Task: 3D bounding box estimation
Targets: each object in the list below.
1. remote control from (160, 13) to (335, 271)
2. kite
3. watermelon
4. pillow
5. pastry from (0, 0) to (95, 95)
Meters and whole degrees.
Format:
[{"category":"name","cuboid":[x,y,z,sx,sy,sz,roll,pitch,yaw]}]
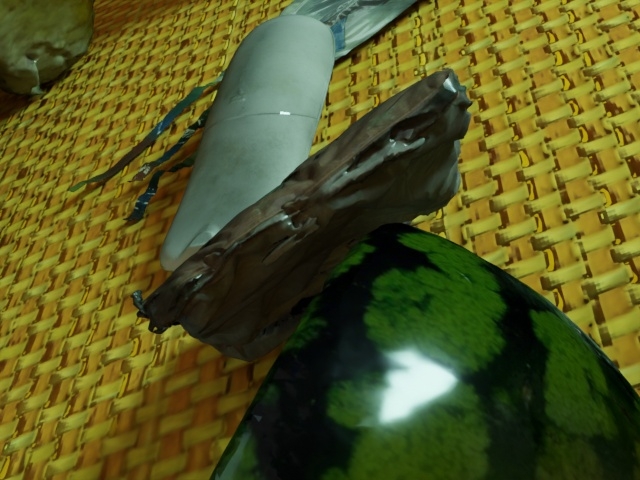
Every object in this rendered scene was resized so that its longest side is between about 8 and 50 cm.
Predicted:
[{"category":"remote control","cuboid":[-0.041,-0.070,0.746,0.073,0.044,0.229,-8,39,21]},{"category":"kite","cuboid":[-0.043,-0.117,0.881,0.310,0.015,0.169,-39,27,-19]},{"category":"watermelon","cuboid":[0.010,0.082,0.362,0.159,0.128,0.303,-10,33,33]},{"category":"pillow","cuboid":[0.000,0.000,0.513,0.135,0.049,0.248,-34,-5,-2]},{"category":"pastry","cuboid":[-0.327,-0.270,1.077,0.136,0.330,0.329,-45,29,-7]}]
